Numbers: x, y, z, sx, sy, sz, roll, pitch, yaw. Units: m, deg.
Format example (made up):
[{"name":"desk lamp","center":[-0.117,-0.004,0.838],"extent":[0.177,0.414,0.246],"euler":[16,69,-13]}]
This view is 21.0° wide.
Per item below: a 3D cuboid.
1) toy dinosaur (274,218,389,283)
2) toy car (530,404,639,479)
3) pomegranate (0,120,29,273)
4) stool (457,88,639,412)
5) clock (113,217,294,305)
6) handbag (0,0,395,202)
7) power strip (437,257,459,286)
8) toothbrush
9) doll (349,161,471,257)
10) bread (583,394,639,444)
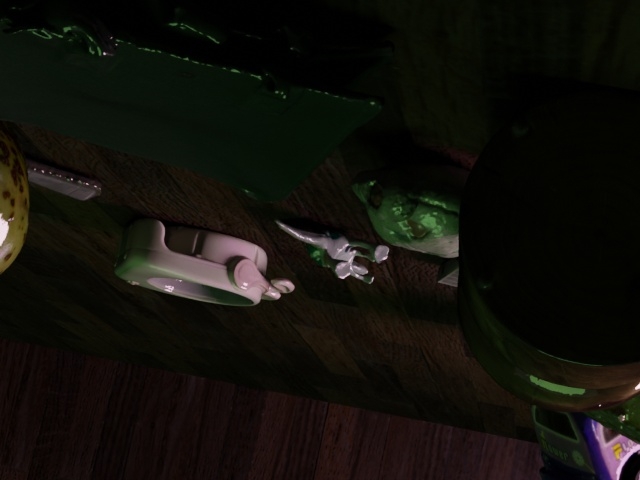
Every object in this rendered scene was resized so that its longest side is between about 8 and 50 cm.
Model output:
[{"name":"toy dinosaur","center":[-0.002,0.003,1.702],"extent":[0.187,0.044,0.106],"euler":[19,-177,-36]},{"name":"toy car","center":[0.356,0.196,1.944],"extent":[0.235,0.158,0.172],"euler":[-26,-163,-17]},{"name":"pomegranate","center":[-0.363,-0.003,1.438],"extent":[0.204,0.277,0.222],"euler":[19,-174,-42]},{"name":"stool","center":[0.183,0.017,1.186],"extent":[0.179,0.179,0.264],"euler":[11,170,7]},{"name":"clock","center":[-0.126,0.029,1.895],"extent":[0.191,0.062,0.151],"euler":[14,168,-14]},{"name":"handbag","center":[-0.103,-0.109,1.124],"extent":[0.247,0.079,0.260],"euler":[15,168,-15]},{"name":"power strip","center":[0.151,0.030,1.709],"extent":[0.051,0.019,0.136],"euler":[15,169,-6]},{"name":"toothbrush","center":[-0.332,-0.087,1.619],"extent":[0.297,0.031,0.030],"euler":[19,159,-36]},{"name":"doll","center":[0.089,-0.025,1.367],"extent":[0.103,0.071,0.214],"euler":[14,178,27]},{"name":"bread","center":[0.307,0.127,1.582],"extent":[0.257,0.124,0.186],"euler":[28,180,37]}]
